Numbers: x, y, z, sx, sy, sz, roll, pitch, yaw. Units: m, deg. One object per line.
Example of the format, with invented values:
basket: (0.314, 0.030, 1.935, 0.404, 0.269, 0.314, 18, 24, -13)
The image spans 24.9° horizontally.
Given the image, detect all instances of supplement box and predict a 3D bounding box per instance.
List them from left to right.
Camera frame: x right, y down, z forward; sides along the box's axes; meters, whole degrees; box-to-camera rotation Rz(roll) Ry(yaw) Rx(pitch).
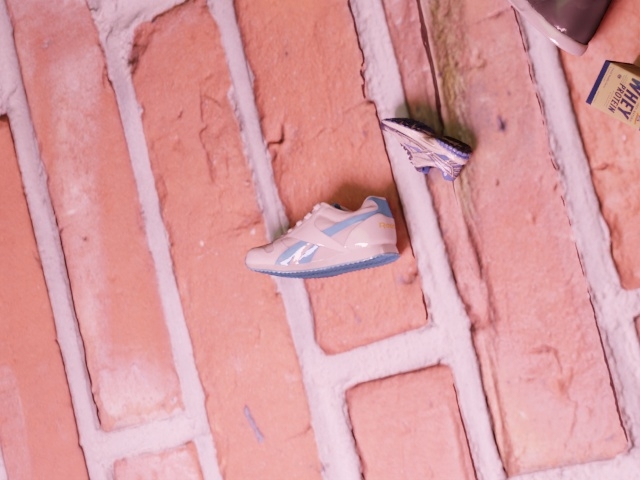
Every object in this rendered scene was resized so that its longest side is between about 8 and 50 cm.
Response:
supplement box: (0.371, -0.167, 1.697, 0.083, 0.083, 0.056, 33, 110, 27)

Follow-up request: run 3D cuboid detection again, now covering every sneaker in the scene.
sneaker: (0.000, 0.000, 1.962, 0.229, 0.087, 0.092, -11, 79, 27)
sneaker: (0.128, -0.118, 1.884, 0.135, 0.052, 0.058, 30, 112, 30)
sneaker: (0.253, -0.371, 1.763, 0.296, 0.104, 0.147, 45, 113, 18)
